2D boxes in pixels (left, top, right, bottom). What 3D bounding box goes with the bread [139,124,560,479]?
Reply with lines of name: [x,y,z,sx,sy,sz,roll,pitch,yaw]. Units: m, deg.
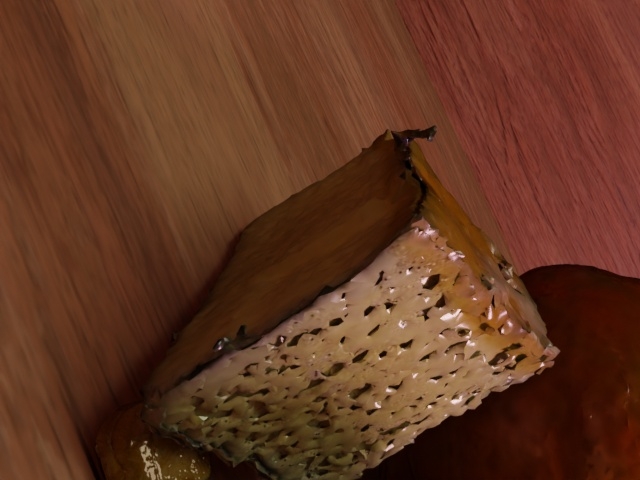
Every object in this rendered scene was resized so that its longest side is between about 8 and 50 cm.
bread: [0.000,0.000,0.502,0.279,0.248,0.315,37,19,-53]

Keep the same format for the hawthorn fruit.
hawthorn fruit: [0.260,0.260,0.617,0.472,0.472,0.472,46,30,-36]

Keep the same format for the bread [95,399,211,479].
bread: [-0.110,0.144,0.423,0.083,0.046,0.081,54,28,-26]
